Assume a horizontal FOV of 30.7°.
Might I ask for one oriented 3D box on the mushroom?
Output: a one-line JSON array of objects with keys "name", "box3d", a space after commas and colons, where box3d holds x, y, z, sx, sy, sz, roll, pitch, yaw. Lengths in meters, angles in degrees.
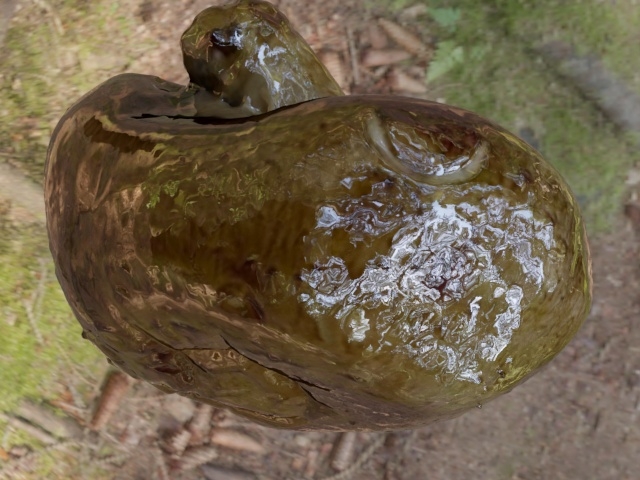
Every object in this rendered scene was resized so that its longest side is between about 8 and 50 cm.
[{"name": "mushroom", "box3d": [-0.007, 0.012, 0.464, 0.194, 0.231, 0.138, 50, 63, -33]}]
